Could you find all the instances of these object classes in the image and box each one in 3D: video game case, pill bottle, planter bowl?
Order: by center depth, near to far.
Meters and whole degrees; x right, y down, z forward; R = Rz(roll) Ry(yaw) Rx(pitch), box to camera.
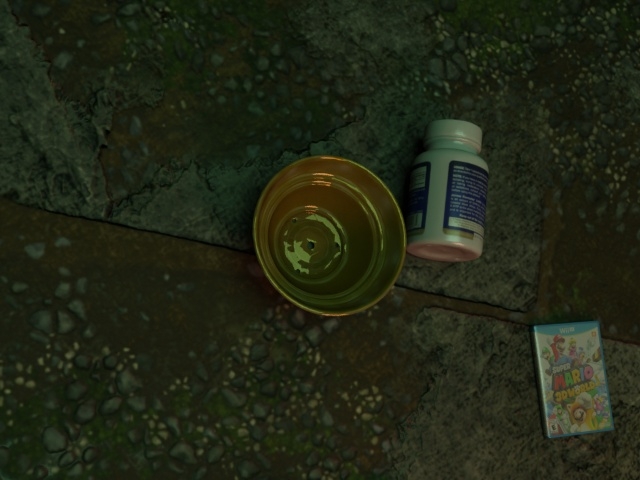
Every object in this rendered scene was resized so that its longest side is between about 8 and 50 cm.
[{"bbox_3d":[0.000,0.000,1.305,0.217,0.090,0.217,4,77,-20],"label":"planter bowl"},{"bbox_3d":[0.182,-0.071,1.378,0.112,0.112,0.186,12,76,-18],"label":"pill bottle"},{"bbox_3d":[0.378,0.207,1.450,0.119,0.015,0.166,-2,80,-21],"label":"video game case"}]
